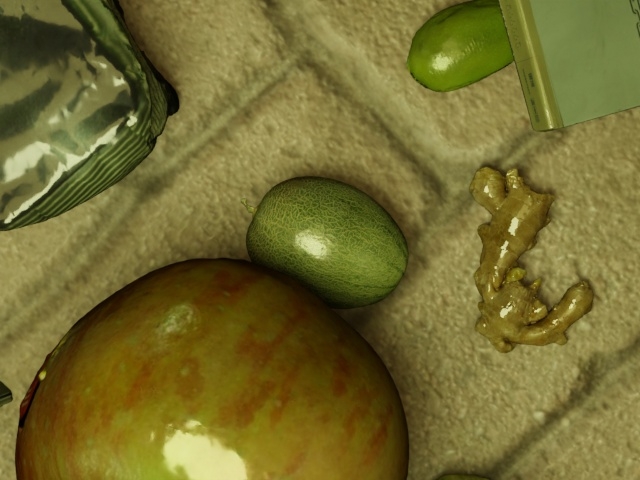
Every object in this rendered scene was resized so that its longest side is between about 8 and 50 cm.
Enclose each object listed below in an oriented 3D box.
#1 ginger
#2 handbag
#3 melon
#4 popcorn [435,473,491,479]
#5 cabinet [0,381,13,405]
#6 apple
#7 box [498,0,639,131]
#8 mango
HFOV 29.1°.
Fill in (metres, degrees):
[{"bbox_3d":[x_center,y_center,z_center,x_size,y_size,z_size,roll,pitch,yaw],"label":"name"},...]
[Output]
[{"bbox_3d":[0.217,0.030,1.355,0.193,0.052,0.176,34,89,0],"label":"ginger"},{"bbox_3d":[-0.316,-0.184,1.284,0.247,0.240,0.340,-41,89,4],"label":"handbag"},{"bbox_3d":[0.000,0.000,1.324,0.192,0.139,0.139,24,95,-3],"label":"melon"},{"bbox_3d":[0.173,0.430,1.271,0.293,0.292,0.334,-18,99,-4],"label":"popcorn"},{"bbox_3d":[-0.571,0.205,1.329,0.290,0.227,0.318,43,95,0],"label":"cabinet"},{"bbox_3d":[-0.099,0.206,1.230,0.400,0.333,0.400,19,136,20],"label":"apple"},{"bbox_3d":[0.286,-0.266,1.311,0.211,0.045,0.270,-18,92,-16],"label":"box"},{"bbox_3d":[0.170,-0.220,1.332,0.165,0.074,0.091,-31,80,-1],"label":"mango"}]
